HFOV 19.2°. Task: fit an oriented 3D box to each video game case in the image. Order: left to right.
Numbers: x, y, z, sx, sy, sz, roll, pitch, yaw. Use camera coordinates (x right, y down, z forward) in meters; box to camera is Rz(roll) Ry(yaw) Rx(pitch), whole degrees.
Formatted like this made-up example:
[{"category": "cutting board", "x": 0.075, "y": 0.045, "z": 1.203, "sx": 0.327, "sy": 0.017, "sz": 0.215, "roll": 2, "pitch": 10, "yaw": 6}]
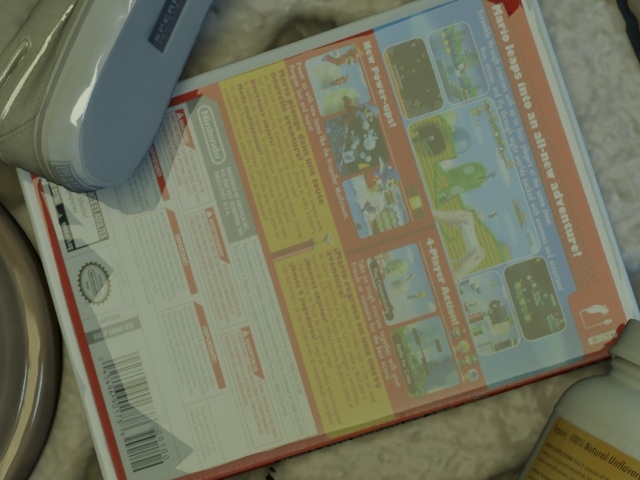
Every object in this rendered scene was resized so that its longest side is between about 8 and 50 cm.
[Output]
[{"category": "video game case", "x": 0.000, "y": 0.000, "z": 0.970, "sx": 0.285, "sy": 0.025, "sz": 0.204, "roll": -18, "pitch": 81, "yaw": 8}]

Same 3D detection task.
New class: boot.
[{"category": "boot", "x": -0.112, "y": -0.155, "z": 0.972, "sx": 0.123, "sy": 0.095, "sz": 0.258, "roll": 19, "pitch": 74, "yaw": 28}]

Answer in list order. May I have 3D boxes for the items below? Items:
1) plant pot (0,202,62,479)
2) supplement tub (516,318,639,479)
[{"category": "plant pot", "x": -0.261, "y": 0.059, "z": 0.967, "sx": 0.237, "sy": 0.110, "sz": 0.237, "roll": -1, "pitch": 84, "yaw": 11}, {"category": "supplement tub", "x": 0.150, "y": 0.151, "z": 0.868, "sx": 0.144, "sy": 0.144, "sz": 0.199, "roll": 28, "pitch": 90, "yaw": 11}]
